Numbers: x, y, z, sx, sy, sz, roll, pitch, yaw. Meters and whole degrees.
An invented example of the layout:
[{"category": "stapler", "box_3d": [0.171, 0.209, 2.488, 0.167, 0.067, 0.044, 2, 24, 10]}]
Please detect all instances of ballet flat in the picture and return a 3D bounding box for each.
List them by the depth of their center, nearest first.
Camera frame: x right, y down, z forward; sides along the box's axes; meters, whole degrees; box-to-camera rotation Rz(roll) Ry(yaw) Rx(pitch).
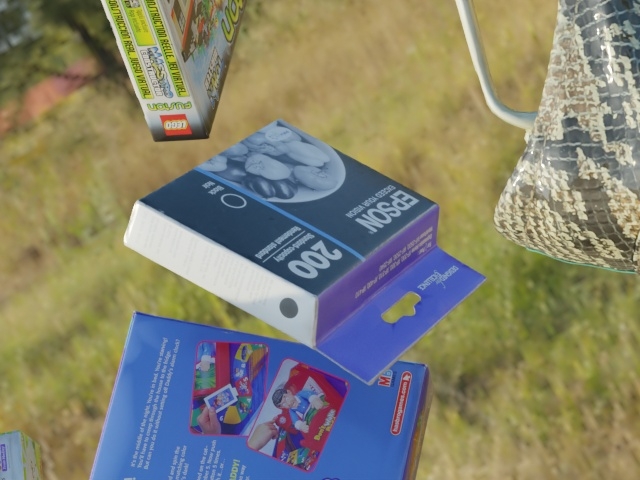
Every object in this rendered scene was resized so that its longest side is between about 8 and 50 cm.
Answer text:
[{"category": "ballet flat", "box_3d": [0.141, -0.223, 0.850, 0.182, 0.483, 0.164, 3, 5, 18]}]

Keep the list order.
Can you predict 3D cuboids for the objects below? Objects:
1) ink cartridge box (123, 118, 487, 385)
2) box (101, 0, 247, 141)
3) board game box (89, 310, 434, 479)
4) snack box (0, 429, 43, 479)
[{"category": "ink cartridge box", "box_3d": [0.000, 0.000, 1.182, 0.206, 0.208, 0.045, -36, -29, -55]}, {"category": "box", "box_3d": [-0.078, -0.170, 0.981, 0.036, 0.114, 0.207, -2, 46, 14]}, {"category": "board game box", "box_3d": [-0.065, 0.245, 1.213, 0.233, 0.347, 0.078, 10, -17, 11]}, {"category": "snack box", "box_3d": [-0.322, 0.282, 1.751, 0.037, 0.141, 0.100, -9, -16, 2]}]
